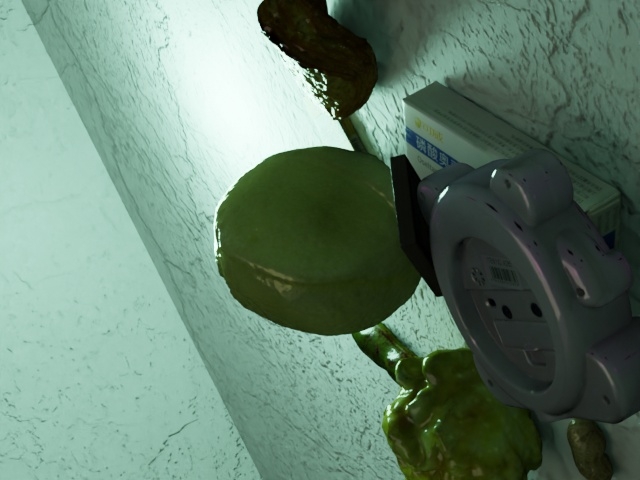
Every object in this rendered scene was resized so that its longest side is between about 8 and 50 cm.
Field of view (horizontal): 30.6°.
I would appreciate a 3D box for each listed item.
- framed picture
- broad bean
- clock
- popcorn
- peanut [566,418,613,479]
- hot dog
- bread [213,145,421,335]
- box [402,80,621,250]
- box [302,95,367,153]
[{"bbox_3d":[0.129,-0.016,1.504,0.168,0.023,0.128,50,-149,-57],"label":"framed picture"},{"bbox_3d":[0.125,0.202,2.066,0.339,0.061,0.077,42,163,39],"label":"broad bean"},{"bbox_3d":[0.248,0.054,1.384,0.295,0.113,0.322,-5,111,66],"label":"clock"},{"bbox_3d":[0.200,0.299,1.809,0.250,0.234,0.242,-41,51,48],"label":"popcorn"},{"bbox_3d":[0.380,0.297,1.644,0.054,0.054,0.113,17,134,60],"label":"peanut"},{"bbox_3d":[0.003,-0.275,1.689,0.175,0.114,0.259,47,-179,18],"label":"hot dog"},{"bbox_3d":[0.002,0.008,1.782,0.320,0.320,0.237,40,157,42],"label":"bread"},{"bbox_3d":[0.239,-0.048,1.514,0.343,0.065,0.200,40,149,42],"label":"box"},{"bbox_3d":[0.027,-0.176,1.882,0.155,0.023,0.087,62,161,0],"label":"box"}]
